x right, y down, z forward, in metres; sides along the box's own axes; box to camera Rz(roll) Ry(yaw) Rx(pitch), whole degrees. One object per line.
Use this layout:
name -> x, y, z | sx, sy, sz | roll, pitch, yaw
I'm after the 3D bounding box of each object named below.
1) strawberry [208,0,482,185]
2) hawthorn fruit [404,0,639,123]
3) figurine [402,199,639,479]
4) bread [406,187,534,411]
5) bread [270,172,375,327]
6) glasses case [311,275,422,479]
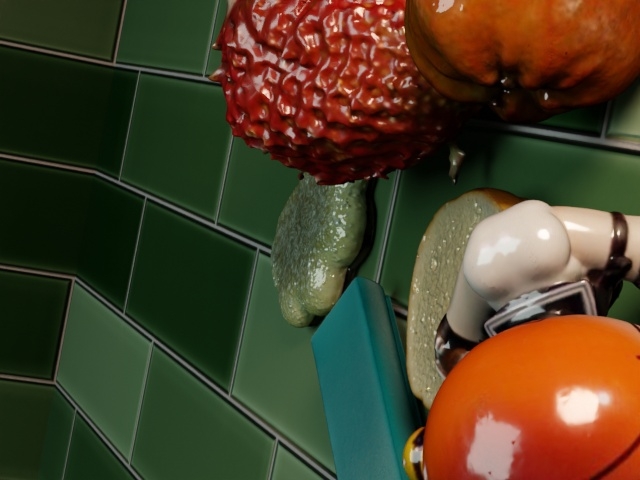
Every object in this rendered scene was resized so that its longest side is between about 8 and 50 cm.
strawberry -> 0.052, -0.172, 1.740 | 0.343, 0.292, 0.292 | 35, 115, 51
hawthorn fruit -> 0.192, -0.233, 1.446 | 0.224, 0.224, 0.261 | -28, 39, 64
figurine -> 0.180, 0.128, 1.245 | 0.320, 0.196, 0.323 | -28, 41, 29
bread -> 0.157, 0.061, 1.587 | 0.236, 0.070, 0.236 | -171, 90, -69
bread -> 0.000, 0.000, 2.045 | 0.286, 0.056, 0.207 | 119, 154, -44
glasses case -> 0.062, 0.188, 1.790 | 0.117, 0.070, 0.301 | -56, 30, 36
